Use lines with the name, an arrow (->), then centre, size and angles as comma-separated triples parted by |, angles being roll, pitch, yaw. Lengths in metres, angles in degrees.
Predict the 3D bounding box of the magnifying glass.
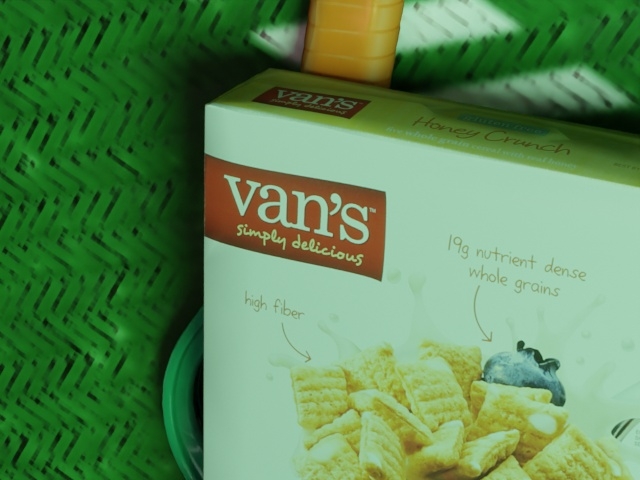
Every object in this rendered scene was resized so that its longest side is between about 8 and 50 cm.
magnifying glass -> 0.000, 0.000, 0.544 | 0.092, 0.026, 0.231 | 14, 117, 12

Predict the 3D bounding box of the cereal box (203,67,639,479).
cereal box -> 0.046, 0.077, 0.510 | 0.173, 0.047, 0.240 | 12, 116, 24
